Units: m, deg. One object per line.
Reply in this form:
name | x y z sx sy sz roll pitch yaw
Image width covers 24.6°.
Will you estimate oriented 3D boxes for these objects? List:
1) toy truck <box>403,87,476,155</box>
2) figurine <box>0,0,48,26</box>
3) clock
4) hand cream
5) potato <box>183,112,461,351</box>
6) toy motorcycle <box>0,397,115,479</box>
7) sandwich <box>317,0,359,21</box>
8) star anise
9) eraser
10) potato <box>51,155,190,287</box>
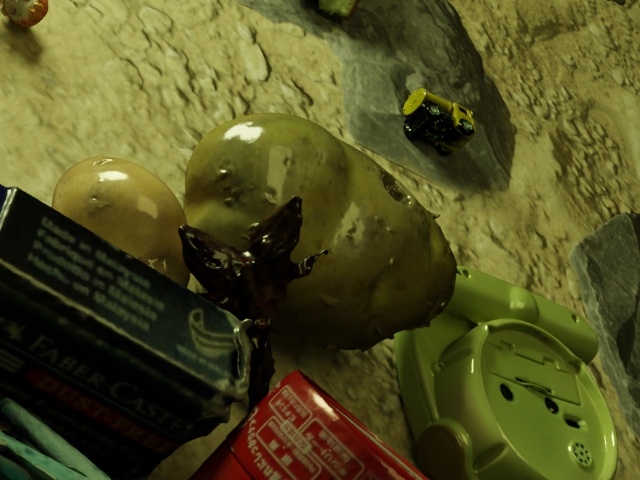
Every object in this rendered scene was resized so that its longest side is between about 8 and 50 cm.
toy truck | 0.140 -0.139 1.711 0.083 0.049 0.054 23 42 -30
figurine | -0.294 -0.242 1.340 0.109 0.064 0.047 44 14 -24
clock | 0.195 0.186 1.436 0.235 0.096 0.308 22 45 -33
hand cream | 0.013 0.216 1.089 0.230 0.149 0.230 41 -1 0
potato | 0.000 0.000 1.342 0.296 0.141 0.192 23 71 -28
toy motorcycle | -0.164 0.221 0.998 0.260 0.154 0.206 38 14 -26
sandwich | 0.016 -0.387 1.742 0.122 0.128 0.236 11 49 -30
star anise | -0.078 0.049 1.207 0.157 0.212 0.053 10 24 -33
eraser | -0.215 0.052 1.072 0.332 0.155 0.101 32 41 -23
potato | -0.165 -0.006 1.224 0.112 0.112 0.147 -25 84 -53
